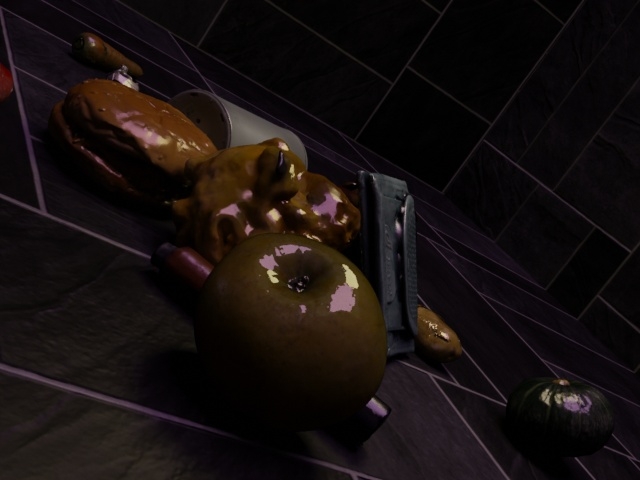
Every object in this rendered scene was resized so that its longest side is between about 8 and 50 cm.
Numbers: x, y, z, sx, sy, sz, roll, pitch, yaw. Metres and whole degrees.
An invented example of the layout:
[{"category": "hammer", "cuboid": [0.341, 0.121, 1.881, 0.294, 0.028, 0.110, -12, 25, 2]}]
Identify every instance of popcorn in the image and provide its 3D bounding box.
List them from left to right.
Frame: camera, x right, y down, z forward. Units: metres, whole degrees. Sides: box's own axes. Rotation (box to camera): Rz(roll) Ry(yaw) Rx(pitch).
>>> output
[{"category": "popcorn", "cuboid": [-0.088, -0.046, 1.443, 0.316, 0.281, 0.297, 10, 55, -8]}]

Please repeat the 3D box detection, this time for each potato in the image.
[{"category": "potato", "cuboid": [0.224, 0.190, 1.809, 0.107, 0.080, 0.170, 7, 30, -39]}]

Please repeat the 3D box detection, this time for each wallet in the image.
[{"category": "wallet", "cuboid": [0.137, 0.047, 1.624, 0.075, 0.342, 0.237, -4, -5, 21]}]

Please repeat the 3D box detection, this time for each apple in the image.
[{"category": "apple", "cuboid": [-0.037, 0.114, 1.101, 0.261, 0.194, 0.261, 7, 45, -7]}]

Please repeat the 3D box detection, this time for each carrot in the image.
[{"category": "carrot", "cuboid": [-0.540, -0.472, 2.277, 0.078, 0.078, 0.298, 40, 10, 21]}]

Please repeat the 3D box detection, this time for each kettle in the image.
[{"category": "kettle", "cuboid": [-0.167, -0.162, 1.816, 0.265, 0.205, 0.318, 39, 11, 26]}]

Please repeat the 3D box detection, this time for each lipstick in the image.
[{"category": "lipstick", "cuboid": [-0.080, 0.140, 1.249, 0.418, 0.077, 0.077, 37, 13, 14]}]

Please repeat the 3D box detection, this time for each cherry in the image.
[{"category": "cherry", "cuboid": [-0.573, -0.267, 1.433, 0.106, 0.087, 0.126, 42, 32, 1]}]

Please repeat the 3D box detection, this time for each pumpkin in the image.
[{"category": "pumpkin", "cuboid": [0.463, 0.346, 1.689, 0.211, 0.152, 0.211, 7, -5, 1]}]

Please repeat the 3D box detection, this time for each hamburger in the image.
[{"category": "hamburger", "cuboid": [-0.337, -0.180, 1.557, 0.318, 0.158, 0.318, 32, 12, -8]}]

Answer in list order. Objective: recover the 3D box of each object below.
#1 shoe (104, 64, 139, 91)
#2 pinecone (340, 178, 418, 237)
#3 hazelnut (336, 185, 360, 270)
[{"category": "shoe", "cuboid": [-0.446, -0.328, 1.935, 0.089, 0.092, 0.180, 28, 15, -31]}, {"category": "pinecone", "cuboid": [0.106, -0.014, 1.904, 0.224, 0.224, 0.272, 30, 26, -22]}, {"category": "hazelnut", "cuboid": [0.000, 0.000, 1.676, 0.229, 0.229, 0.229, 33, 13, -9]}]
